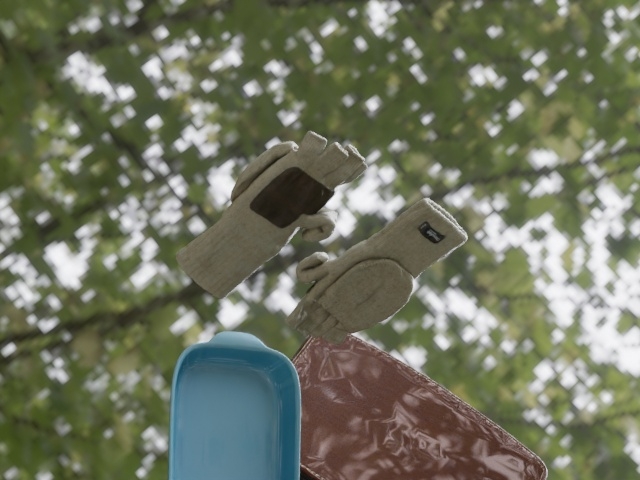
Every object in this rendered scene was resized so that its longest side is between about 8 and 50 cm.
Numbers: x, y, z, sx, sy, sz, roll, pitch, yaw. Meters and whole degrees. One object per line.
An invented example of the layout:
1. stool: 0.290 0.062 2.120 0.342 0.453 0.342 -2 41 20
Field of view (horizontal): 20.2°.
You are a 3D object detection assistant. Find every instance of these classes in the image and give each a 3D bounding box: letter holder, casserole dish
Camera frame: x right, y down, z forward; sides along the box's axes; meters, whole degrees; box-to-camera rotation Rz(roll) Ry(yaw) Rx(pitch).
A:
1. letter holder: 0.064 0.261 1.954 0.302 0.214 0.152 33 -44 6
2. casserole dish: -0.076 0.171 1.501 0.037 0.114 0.188 145 -51 -64

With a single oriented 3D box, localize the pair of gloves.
1. pair of gloves: 0.000 0.000 1.774 0.240 0.204 0.042 30 23 -33
